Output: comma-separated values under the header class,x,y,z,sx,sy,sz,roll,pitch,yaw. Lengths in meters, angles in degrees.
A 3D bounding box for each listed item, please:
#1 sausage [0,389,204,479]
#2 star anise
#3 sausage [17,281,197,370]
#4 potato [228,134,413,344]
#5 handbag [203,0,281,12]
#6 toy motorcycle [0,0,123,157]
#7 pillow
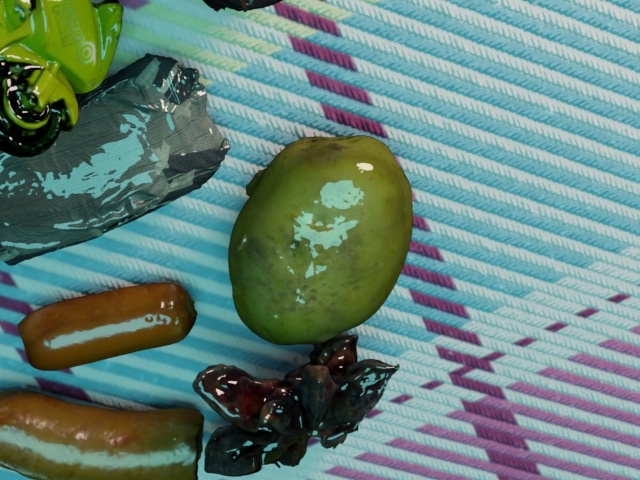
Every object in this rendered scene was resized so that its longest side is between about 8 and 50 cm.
class,x,y,z,sx,sy,sz,roll,pitch,yaw
sausage,-0.269,0.230,1.203,0.271,0.109,0.109,11,109,-11
star anise,-0.030,0.188,1.175,0.212,0.129,0.282,-22,152,-20
sausage,-0.236,0.094,1.168,0.198,0.076,0.076,-12,111,-4
potato,-0.002,-0.001,1.121,0.197,0.148,0.228,-9,113,-18
handbag,-0.091,-0.325,0.979,0.155,0.169,0.215,-29,111,-13
toy motorcycle,-0.301,-0.257,0.980,0.142,0.206,0.342,-21,103,32
pillow,-0.266,-0.077,1.090,0.335,0.092,0.161,-21,106,2
